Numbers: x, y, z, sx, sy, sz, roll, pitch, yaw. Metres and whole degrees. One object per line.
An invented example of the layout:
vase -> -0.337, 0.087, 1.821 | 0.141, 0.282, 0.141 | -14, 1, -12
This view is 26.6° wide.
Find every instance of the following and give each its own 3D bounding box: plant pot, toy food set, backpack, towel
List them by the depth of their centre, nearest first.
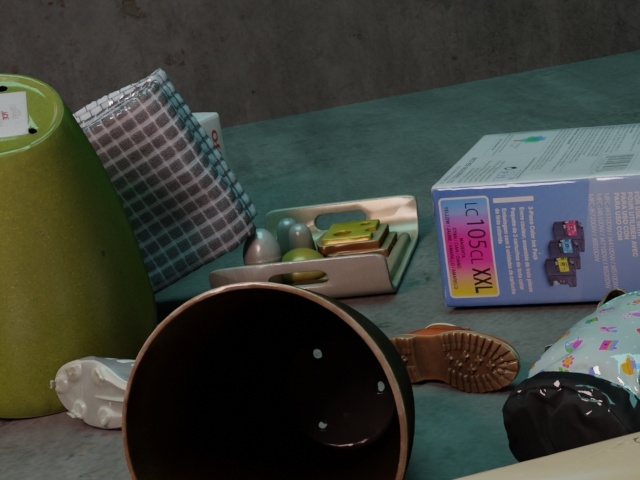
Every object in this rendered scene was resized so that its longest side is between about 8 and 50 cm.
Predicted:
plant pot -> -0.011, 0.133, 1.071 | 0.215, 0.215, 0.230 | -5, 0, 16
backpack -> 0.249, 0.115, 1.073 | 0.182, 0.115, 0.152 | -29, 26, -37
plant pot -> -0.318, -0.014, 1.402 | 0.274, 0.293, 0.275 | 0, 43, 0
towel -> -0.251, -0.040, 1.648 | 0.283, 0.235, 0.121 | -30, 22, 12
toy food set -> 0.000, 0.000, 1.737 | 0.219, 0.092, 0.306 | -6, 15, 13

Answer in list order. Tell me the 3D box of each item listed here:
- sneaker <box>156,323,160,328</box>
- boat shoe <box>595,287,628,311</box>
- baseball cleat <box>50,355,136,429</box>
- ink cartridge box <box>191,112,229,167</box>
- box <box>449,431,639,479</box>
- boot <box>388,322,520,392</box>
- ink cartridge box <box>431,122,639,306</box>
sneaker -> -0.146, 0.109, 1.458 | 0.068, 0.071, 0.170 | -8, 14, 7
boat shoe -> 0.273, 0.094, 1.244 | 0.066, 0.066, 0.183 | -8, 15, 7
baseball cleat -> -0.165, 0.152, 1.346 | 0.206, 0.072, 0.109 | 6, 7, 33
ink cartridge box -> -0.235, -0.054, 1.886 | 0.114, 0.198, 0.273 | -2, 17, 28
box -> 0.222, 0.189, 0.800 | 0.311, 0.121, 0.148 | -13, 14, -12
boot -> 0.139, 0.106, 1.315 | 0.158, 0.059, 0.084 | 3, 14, 43
ink cartridge box -> 0.353, -0.039, 1.537 | 0.395, 0.151, 0.270 | -5, 16, 22
